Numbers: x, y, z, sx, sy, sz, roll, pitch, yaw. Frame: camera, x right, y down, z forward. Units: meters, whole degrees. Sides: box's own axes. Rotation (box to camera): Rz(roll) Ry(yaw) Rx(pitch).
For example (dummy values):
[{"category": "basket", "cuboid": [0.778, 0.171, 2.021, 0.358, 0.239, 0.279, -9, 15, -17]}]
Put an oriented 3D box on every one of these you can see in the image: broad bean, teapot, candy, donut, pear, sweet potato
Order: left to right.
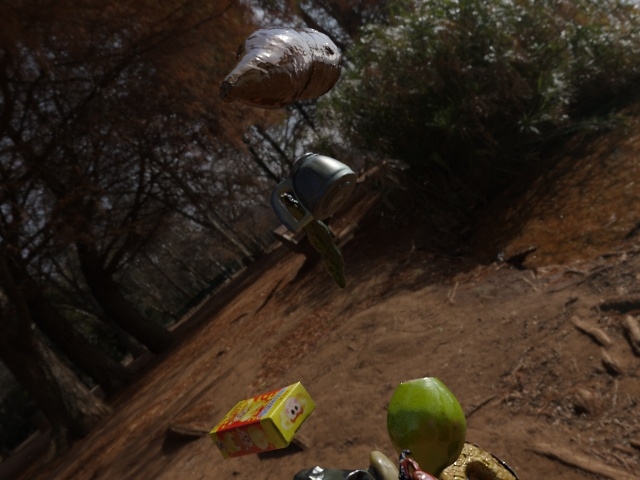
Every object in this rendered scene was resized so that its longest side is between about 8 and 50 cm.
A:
[{"category": "candy", "cuboid": [-0.155, 0.474, 1.174, 0.276, 0.088, 0.146, -30, 3, 39]}, {"category": "sweet potato", "cuboid": [-0.073, -0.270, 0.699, 0.131, 0.131, 0.337, -40, 3, 30]}, {"category": "teapot", "cuboid": [-0.014, -0.094, 0.832, 0.149, 0.108, 0.111, -54, -20, 21]}, {"category": "broad bean", "cuboid": [0.001, -0.001, 0.950, 0.043, 0.297, 0.060, -5, 44, 33]}, {"category": "pear", "cuboid": [0.254, 0.448, 1.073, 0.187, 0.220, 0.187, -6, -26, -3]}, {"category": "donut", "cuboid": [0.481, 0.781, 1.386, 0.299, 0.317, 0.150, -84, 8, -54]}]

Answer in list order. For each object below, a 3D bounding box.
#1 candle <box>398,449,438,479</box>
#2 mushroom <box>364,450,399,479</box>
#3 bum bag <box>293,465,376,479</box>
[{"category": "candle", "cuboid": [0.183, 0.431, 0.658, 0.059, 0.084, 0.302, -24, 30, -5]}, {"category": "mushroom", "cuboid": [0.029, 0.555, 0.884, 0.328, 0.159, 0.122, -36, 2, 4]}, {"category": "bum bag", "cuboid": [0.025, 0.382, 0.416, 0.095, 0.144, 0.341, 17, -99, -80]}]
